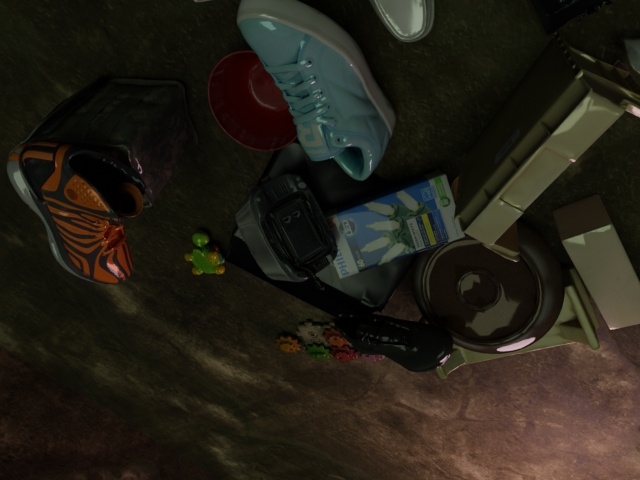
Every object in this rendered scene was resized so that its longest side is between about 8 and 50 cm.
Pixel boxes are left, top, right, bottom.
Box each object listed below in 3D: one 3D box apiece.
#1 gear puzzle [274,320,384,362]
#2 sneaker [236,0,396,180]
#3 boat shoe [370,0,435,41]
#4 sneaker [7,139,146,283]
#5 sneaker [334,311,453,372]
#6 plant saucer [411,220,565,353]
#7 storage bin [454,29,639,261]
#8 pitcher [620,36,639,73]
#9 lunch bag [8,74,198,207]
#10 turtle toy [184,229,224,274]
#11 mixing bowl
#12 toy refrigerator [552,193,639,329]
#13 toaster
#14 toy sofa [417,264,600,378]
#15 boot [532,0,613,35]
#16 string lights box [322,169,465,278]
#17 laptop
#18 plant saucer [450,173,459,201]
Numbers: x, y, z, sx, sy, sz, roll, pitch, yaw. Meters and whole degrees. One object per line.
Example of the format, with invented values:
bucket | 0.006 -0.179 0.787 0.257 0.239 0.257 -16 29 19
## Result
gear puzzle | 0.012 0.311 1.266 0.338 0.044 0.176 -3 130 20
sneaker | 0.006 -0.210 0.663 0.135 0.150 0.366 6 165 42
boat shoe | 0.087 -0.412 0.607 0.098 0.096 0.277 -16 122 28
sneaker | -0.384 -0.027 0.753 0.180 0.125 0.321 4 139 16
sneaker | 0.148 0.215 0.939 0.286 0.109 0.130 -4 151 42
plant saucer | 0.334 0.098 0.891 0.310 0.050 0.311 6 102 30
storage bin | 0.337 -0.144 0.650 0.123 0.260 0.262 28 132 -2
pitcher | 0.560 -0.277 0.574 0.177 0.126 0.207 24 146 -31
lunch bag | -0.431 -0.209 0.843 0.286 0.235 0.169 7 136 10
turtle toy | -0.302 0.035 1.121 0.095 0.066 0.130 -2 127 19
mixing bowl | -0.102 -0.269 0.783 0.181 0.098 0.181 9 131 11
toy refrigerator | 0.561 0.050 0.846 0.094 0.102 0.269 -26 118 33
toaster | -0.067 -0.010 0.815 0.227 0.129 0.146 62 153 -9
toy sofa | 0.426 0.185 0.992 0.362 0.177 0.150 -24 94 32
boot | 0.352 -0.364 0.600 0.099 0.045 0.121 -25 125 35
string lights box | 0.138 -0.032 0.856 0.259 0.077 0.133 -20 104 10
laptop | 0.000 0.000 1.033 0.381 0.236 0.408 28 103 -8
plant saucer | 0.305 -0.103 0.855 0.083 0.013 0.084 8 131 10
